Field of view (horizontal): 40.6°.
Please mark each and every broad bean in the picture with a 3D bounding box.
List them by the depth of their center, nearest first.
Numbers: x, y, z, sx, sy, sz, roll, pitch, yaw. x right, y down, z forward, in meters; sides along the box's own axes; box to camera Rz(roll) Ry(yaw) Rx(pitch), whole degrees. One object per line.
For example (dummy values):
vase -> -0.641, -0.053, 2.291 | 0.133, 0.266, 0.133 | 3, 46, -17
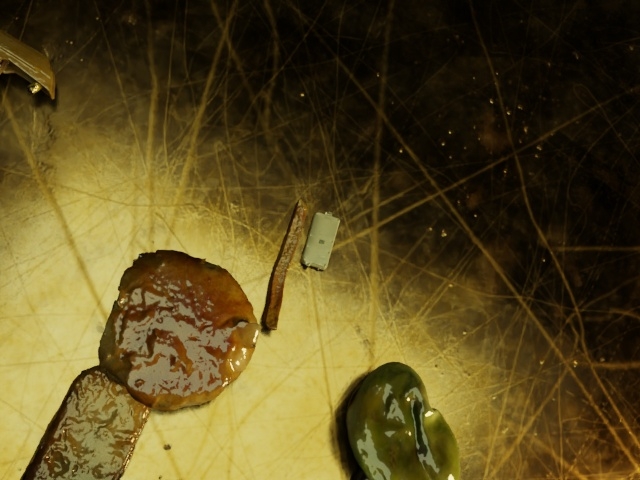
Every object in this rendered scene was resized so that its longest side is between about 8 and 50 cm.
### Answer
broad bean -> 0.111, 0.270, 1.189 | 0.153, 0.072, 0.206 | -8, 63, -16

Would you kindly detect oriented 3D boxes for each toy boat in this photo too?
toy boat -> -0.484, -0.266, 1.245 | 0.226, 0.068, 0.088 | 31, 78, -5

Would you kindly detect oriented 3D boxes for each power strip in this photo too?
power strip -> 0.000, 0.000, 1.289 | 0.040, 0.016, 0.090 | 17, 73, -5

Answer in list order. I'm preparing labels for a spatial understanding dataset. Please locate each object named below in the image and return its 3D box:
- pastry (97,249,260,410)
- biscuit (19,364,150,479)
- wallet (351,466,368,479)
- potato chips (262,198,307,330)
pastry -> -0.200, 0.115, 1.176 | 0.218, 0.100, 0.229 | -18, 79, -18
biscuit -> -0.317, 0.286, 1.152 | 0.118, 0.029, 0.247 | 27, 71, -7
wallet -> 0.112, 0.424, 1.186 | 0.229, 0.049, 0.182 | 42, 75, 4
potato chips -> -0.053, 0.036, 1.263 | 0.026, 0.037, 0.204 | 21, 68, -15
